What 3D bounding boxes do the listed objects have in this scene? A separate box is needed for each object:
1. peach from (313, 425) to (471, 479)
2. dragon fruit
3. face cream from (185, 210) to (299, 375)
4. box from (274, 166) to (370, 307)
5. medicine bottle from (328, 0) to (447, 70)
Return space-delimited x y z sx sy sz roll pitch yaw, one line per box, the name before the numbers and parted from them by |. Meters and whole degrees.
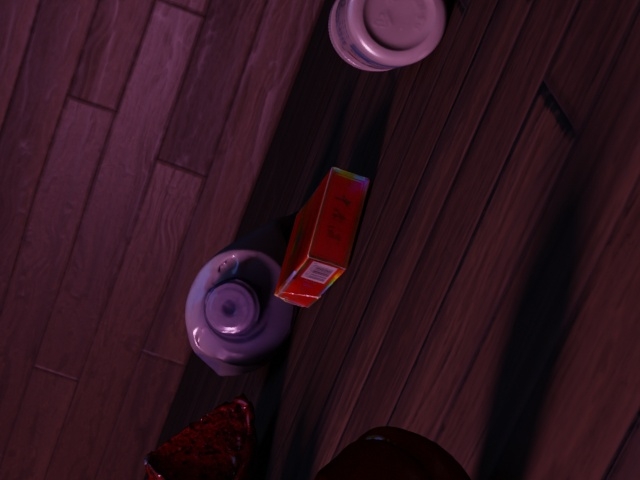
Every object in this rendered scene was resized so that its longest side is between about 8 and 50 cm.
peach | 0.040 0.149 0.644 0.101 0.100 0.101 -161 90 -82
dragon fruit | -0.113 0.274 1.472 0.161 0.120 0.127 -37 -36 -23
face cream | -0.085 0.076 1.736 0.420 0.137 0.235 -25 -46 -85
box | 0.001 0.000 1.426 0.175 0.048 0.112 132 155 -69
medicine bottle | 0.067 -0.229 1.325 0.168 0.105 0.105 -137 67 -82
